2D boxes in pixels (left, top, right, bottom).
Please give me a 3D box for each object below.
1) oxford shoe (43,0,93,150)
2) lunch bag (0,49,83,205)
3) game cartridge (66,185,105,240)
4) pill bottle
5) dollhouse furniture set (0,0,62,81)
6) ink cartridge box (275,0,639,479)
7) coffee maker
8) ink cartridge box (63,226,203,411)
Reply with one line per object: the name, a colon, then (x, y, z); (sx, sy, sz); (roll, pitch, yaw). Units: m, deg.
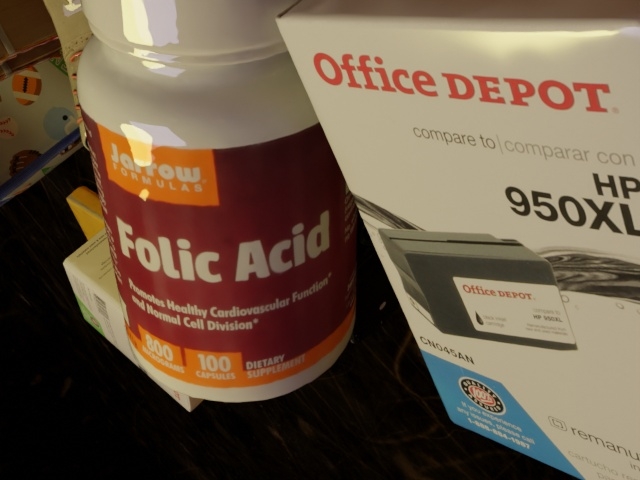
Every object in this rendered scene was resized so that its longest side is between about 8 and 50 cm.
oxford shoe: (-0.195, -0.163, 0.918); (0.123, 0.130, 0.348); (-14, 117, 38)
lunch bag: (-0.509, -0.186, 1.244); (0.328, 0.385, 0.239); (53, 155, -9)
game cartridge: (-0.299, 0.065, 1.676); (0.323, 0.052, 0.285); (26, 147, 35)
pill bottle: (-0.078, -0.072, 0.778); (0.224, 0.224, 0.392); (31, 139, 33)
dollhouse furniture set: (-0.412, -0.342, 1.001); (0.374, 0.201, 0.152); (61, 150, -6)
ink cartridge box: (0.177, -0.017, 0.628); (0.285, 0.166, 0.395); (16, 140, 49)
coffee maker: (0.000, 0.000, 1.035); (0.178, 0.120, 0.171); (29, 124, 33)
ink cartridge box: (-0.279, 0.128, 1.544); (0.272, 0.115, 0.198); (36, 152, 20)
